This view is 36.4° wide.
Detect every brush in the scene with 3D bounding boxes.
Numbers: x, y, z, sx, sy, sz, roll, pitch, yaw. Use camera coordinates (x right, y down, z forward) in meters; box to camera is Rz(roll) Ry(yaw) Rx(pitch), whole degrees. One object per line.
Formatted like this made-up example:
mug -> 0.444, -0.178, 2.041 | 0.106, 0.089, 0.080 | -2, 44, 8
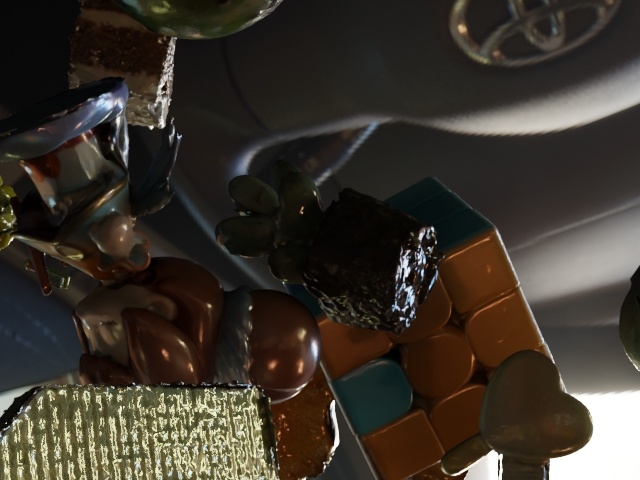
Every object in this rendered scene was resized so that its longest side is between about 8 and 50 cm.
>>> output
brush -> -0.378, 0.044, 1.328 | 0.083, 0.018, 0.021 | 22, -166, 28

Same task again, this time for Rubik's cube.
Rubik's cube -> 0.134, 0.121, 1.419 | 0.292, 0.291, 0.290 | -27, -160, 0

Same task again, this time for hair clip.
hair clip -> 0.209, 0.226, 1.046 | 0.159, 0.218, 0.071 | 2, 177, 3

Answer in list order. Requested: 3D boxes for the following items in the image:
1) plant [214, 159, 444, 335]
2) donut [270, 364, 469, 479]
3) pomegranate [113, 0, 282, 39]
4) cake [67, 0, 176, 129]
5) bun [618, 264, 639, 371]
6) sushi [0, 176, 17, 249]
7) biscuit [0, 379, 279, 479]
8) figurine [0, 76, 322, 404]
plant -> 0.000, 0.002, 1.145 | 0.146, 0.275, 0.149 | -42, 144, -33
donut -> 0.071, 0.295, 1.844 | 0.435, 0.377, 0.163 | -1, -167, 4
pomegranate -> -0.127, -0.264, 0.758 | 0.306, 0.242, 0.242 | -43, -174, -38
cake -> -0.249, -0.229, 1.221 | 0.135, 0.147, 0.135 | 11, 164, -4
bun -> 0.454, 0.045, 1.151 | 0.273, 0.168, 0.273 | -49, 162, -22
sushi -> -0.633, -0.084, 1.468 | 0.285, 0.328, 0.328 | -21, 180, 39
biscuit -> -0.114, 0.157, 0.562 | 0.046, 0.147, 0.250 | -22, 161, 35
figurine -> -0.197, 0.025, 1.047 | 0.248, 0.388, 0.277 | -33, -159, -31
